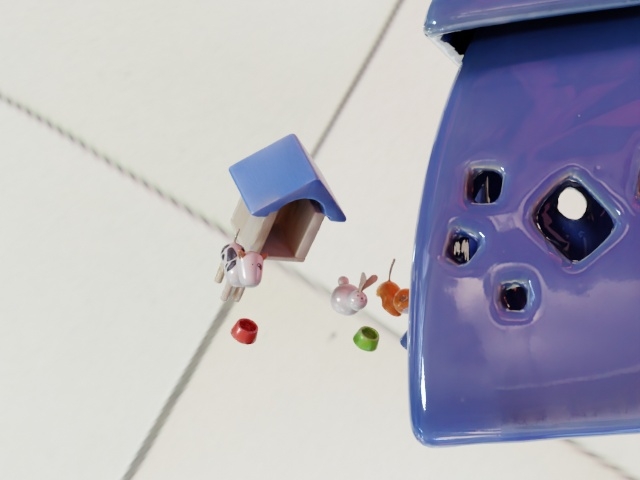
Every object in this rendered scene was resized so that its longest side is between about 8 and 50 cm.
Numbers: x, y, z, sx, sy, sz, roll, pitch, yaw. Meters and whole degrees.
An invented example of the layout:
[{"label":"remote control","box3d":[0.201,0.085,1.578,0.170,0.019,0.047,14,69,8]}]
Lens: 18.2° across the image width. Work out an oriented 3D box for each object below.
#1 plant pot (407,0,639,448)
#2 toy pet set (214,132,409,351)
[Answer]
[{"label":"plant pot","box3d":[0.166,-0.024,0.882,0.236,0.236,0.212,-6,85,14]},{"label":"toy pet set","box3d":[0.000,0.000,1.125,0.122,0.114,0.065,4,129,-29]}]
